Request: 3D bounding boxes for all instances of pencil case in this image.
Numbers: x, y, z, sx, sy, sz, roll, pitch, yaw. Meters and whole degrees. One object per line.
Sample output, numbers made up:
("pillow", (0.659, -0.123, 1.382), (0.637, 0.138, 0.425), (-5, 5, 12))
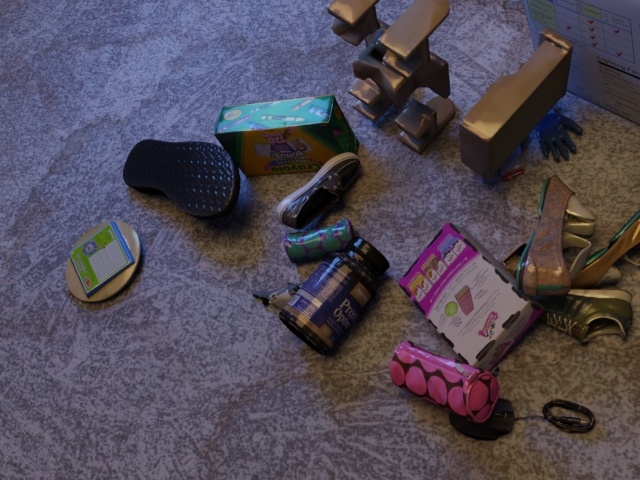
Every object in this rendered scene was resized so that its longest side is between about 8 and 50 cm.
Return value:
("pencil case", (0.000, 0.000, 1.726), (0.151, 0.064, 0.070), (-14, 68, 16))
("pencil case", (0.206, 0.233, 1.425), (0.209, 0.098, 0.095), (12, 59, 50))

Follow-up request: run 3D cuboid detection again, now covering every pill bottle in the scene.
("pill bottle", (0.031, 0.102, 1.608), (0.123, 0.123, 0.219), (33, 77, 36))

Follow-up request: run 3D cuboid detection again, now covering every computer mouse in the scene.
("computer mouse", (0.334, 0.295, 1.397), (0.242, 0.041, 0.071), (-6, 56, 21))

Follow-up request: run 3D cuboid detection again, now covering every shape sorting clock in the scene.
("shape sorting clock", (-0.507, 0.048, 1.940), (0.206, 0.040, 0.206), (-10, 59, 17))

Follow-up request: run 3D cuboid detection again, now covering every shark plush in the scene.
("shark plush", (-0.065, 0.114, 1.709), (0.161, 0.073, 0.067), (-18, 30, 39))

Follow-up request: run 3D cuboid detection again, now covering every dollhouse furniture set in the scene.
("dollhouse furniture set", (0.257, -0.351, 1.655), (0.394, 0.362, 0.256), (39, 79, 23))

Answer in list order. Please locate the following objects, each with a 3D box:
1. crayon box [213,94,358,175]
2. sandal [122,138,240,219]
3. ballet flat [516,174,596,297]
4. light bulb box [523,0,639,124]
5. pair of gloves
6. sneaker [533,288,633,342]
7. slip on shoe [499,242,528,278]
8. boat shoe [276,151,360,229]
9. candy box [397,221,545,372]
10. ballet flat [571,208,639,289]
("crayon box", (-0.074, -0.229, 1.844), (0.278, 0.165, 0.081), (-3, 58, 24))
("sandal", (-0.303, -0.149, 1.937), (0.445, 0.107, 0.168), (22, 85, 47))
("ballet flat", (0.430, -0.006, 1.475), (0.106, 0.108, 0.316), (4, 42, 24))
("light bulb box", (0.587, -0.425, 1.547), (0.225, 0.361, 0.358), (-46, 53, -9))
("pair of gloves", (0.428, -0.208, 1.695), (0.198, 0.023, 0.159), (-20, 55, 13))
("sneaker", (0.440, 0.134, 1.437), (0.192, 0.064, 0.086), (-4, 54, 19))
("slip on shoe", (0.345, 0.057, 1.545), (0.135, 0.041, 0.051), (-39, 52, -3))
("boat shoe", (0.011, -0.101, 1.757), (0.228, 0.080, 0.076), (-36, 45, -21))
("candy box", (0.267, 0.100, 1.502), (0.159, 0.071, 0.233), (-52, 49, 17))
("ballet flat", (0.523, 0.030, 1.466), (0.232, 0.080, 0.073), (-41, 81, -1))
